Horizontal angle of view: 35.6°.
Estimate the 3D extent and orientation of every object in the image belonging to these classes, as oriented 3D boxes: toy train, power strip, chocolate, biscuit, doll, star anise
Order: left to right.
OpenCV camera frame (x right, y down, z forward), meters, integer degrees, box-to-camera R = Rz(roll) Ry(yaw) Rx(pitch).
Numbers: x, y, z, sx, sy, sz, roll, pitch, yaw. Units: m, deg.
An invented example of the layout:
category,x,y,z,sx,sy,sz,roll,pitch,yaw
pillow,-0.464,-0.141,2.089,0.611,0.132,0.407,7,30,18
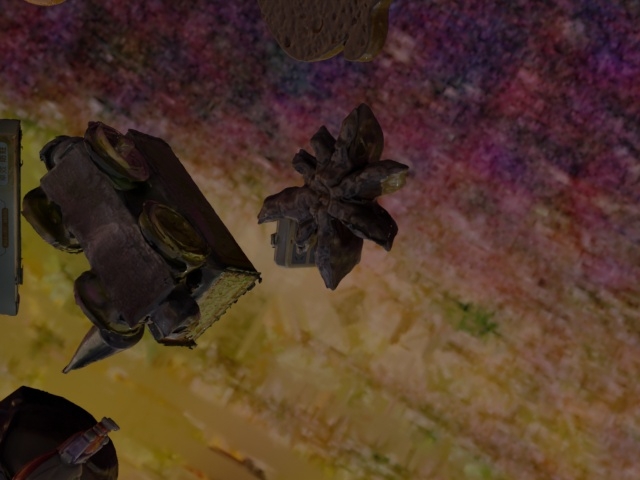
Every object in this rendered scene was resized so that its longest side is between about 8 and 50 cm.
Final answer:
category,x,y,z,sx,sy,sz,roll,pitch,yaw
chocolate,-0.475,0.394,1.571,0.283,0.284,0.186,30,-162,5
doll,-0.383,0.335,1.418,0.075,0.227,0.102,45,169,11
toy train,-0.181,-0.007,1.011,0.261,0.134,0.177,53,-161,24
power strip,0.000,0.000,1.529,0.035,0.081,0.192,10,-173,42
star anise,0.020,-0.051,1.252,0.236,0.229,0.093,-2,178,40
biscuit,0.027,-0.464,1.668,0.394,0.070,0.351,-27,83,51

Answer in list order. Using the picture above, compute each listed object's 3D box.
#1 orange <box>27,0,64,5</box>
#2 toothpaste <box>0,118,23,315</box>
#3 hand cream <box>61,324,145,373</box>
category,x,y,z,sx,sy,sz,roll,pitch,yaw
orange,-0.578,-0.579,2.077,0.177,0.178,0.155,39,173,-25
toothpaste,-0.499,-0.032,1.513,0.089,0.313,0.071,2,-151,-14
hand cream,-0.277,0.124,1.267,0.055,0.086,0.235,49,152,-7
